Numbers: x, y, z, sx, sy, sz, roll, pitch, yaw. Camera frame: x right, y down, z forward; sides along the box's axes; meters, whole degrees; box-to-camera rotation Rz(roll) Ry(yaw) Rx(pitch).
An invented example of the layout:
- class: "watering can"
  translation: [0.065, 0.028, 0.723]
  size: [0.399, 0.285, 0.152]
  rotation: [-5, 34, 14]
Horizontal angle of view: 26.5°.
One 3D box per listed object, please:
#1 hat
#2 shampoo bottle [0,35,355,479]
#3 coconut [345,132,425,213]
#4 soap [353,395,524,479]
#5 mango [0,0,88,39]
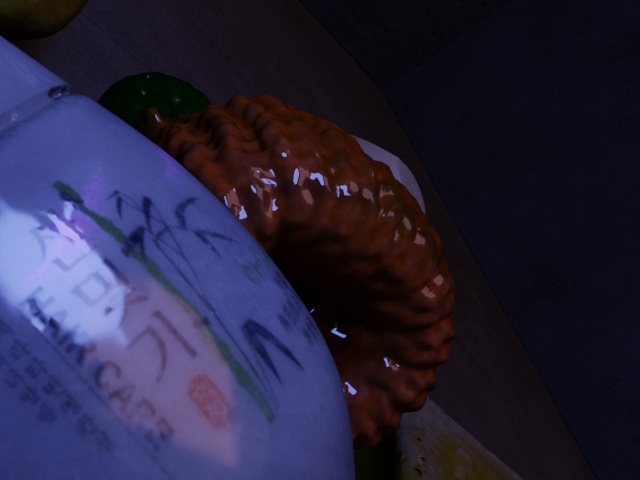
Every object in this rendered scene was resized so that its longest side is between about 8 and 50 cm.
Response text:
- class: "hat"
  translation: [-0.095, 0.014, 1.110]
  size: [0.285, 0.285, 0.400]
  rotation: [48, -12, -32]
- class: "shampoo bottle"
  translation: [-0.143, 0.071, 0.525]
  size: [0.266, 0.273, 0.273]
  rotation: [50, 13, -8]
- class: "coconut"
  translation: [-0.003, -0.002, 1.392]
  size: [0.241, 0.241, 0.241]
  rotation: [52, 13, -17]
- class: "soap"
  translation: [0.126, 0.326, 1.153]
  size: [0.304, 0.169, 0.339]
  rotation: [43, 16, -12]
- class: "mango"
  translation: [-0.279, -0.289, 1.229]
  size: [0.193, 0.146, 0.316]
  rotation: [40, 26, -35]
